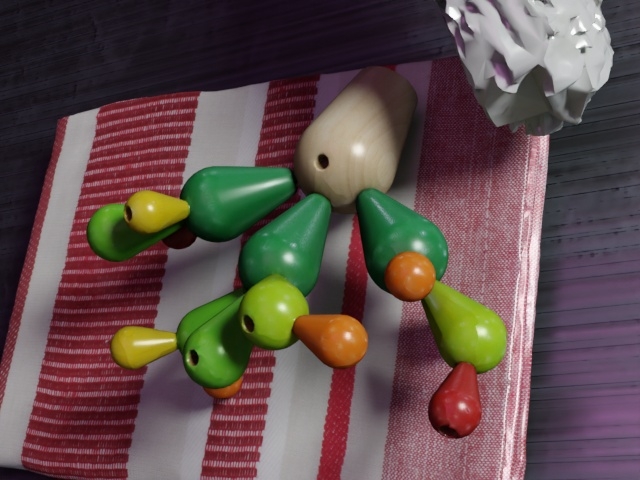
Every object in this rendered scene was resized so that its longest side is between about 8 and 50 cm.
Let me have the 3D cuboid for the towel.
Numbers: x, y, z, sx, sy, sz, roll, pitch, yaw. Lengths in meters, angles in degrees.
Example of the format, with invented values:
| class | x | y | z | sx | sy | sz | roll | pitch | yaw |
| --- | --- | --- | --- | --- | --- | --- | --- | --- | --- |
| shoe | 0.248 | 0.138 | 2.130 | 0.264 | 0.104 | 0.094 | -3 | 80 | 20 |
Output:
| class | x | y | z | sx | sy | sz | roll | pitch | yaw |
| --- | --- | --- | --- | --- | --- | --- | --- | --- | --- |
| towel | -0.039 | 0.023 | 0.562 | 0.329 | 0.037 | 0.237 | -2 | 69 | 31 |

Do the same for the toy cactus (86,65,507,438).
| class | x | y | z | sx | sy | sz | roll | pitch | yaw |
| --- | --- | --- | --- | --- | --- | --- | --- | --- | --- |
| toy cactus | 0.000 | 0.000 | 0.481 | 0.219 | 0.112 | 0.180 | 10 | 58 | 36 |

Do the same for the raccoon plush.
| class | x | y | z | sx | sy | sz | roll | pitch | yaw |
| --- | --- | --- | --- | --- | --- | --- | --- | --- | --- |
| raccoon plush | 0.159 | -0.290 | 0.515 | 0.299 | 0.216 | 0.446 | -22 | 76 | 15 |
